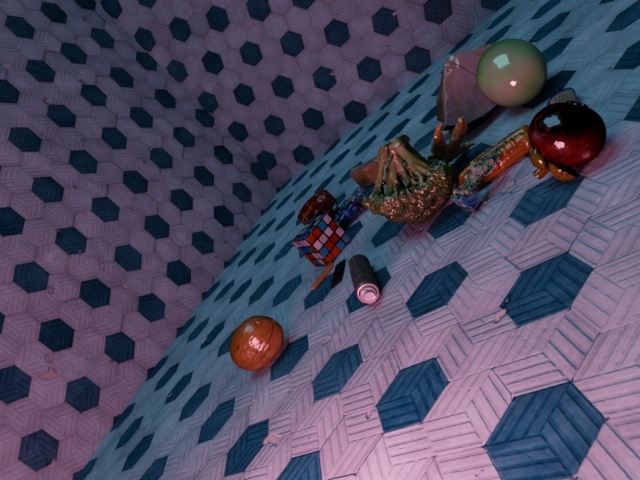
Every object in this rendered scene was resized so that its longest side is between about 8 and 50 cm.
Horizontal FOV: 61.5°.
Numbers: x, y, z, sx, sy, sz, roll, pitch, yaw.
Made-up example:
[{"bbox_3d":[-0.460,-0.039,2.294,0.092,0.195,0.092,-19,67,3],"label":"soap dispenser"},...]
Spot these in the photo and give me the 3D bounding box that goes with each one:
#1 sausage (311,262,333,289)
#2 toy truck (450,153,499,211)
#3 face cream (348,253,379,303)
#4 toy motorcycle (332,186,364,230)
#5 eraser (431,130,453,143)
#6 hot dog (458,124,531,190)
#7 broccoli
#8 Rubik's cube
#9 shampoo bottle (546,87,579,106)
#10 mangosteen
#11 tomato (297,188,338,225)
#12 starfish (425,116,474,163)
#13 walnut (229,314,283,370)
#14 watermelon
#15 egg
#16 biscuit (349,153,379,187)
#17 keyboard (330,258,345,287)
[{"bbox_3d":[0.006,0.137,2.087,0.132,0.024,0.024,-52,16,-21],"label":"sausage"},{"bbox_3d":[0.457,-0.165,1.544,0.175,0.081,0.067,-52,16,-4],"label":"toy truck"},{"bbox_3d":[0.136,0.122,1.683,0.073,0.073,0.283,-43,15,11],"label":"face cream"},{"bbox_3d":[0.121,-0.125,2.355,0.254,0.092,0.135,-54,24,1],"label":"toy motorcycle"},{"bbox_3d":[0.512,-0.438,2.239,0.105,0.026,0.065,-29,20,49],"label":"eraser"},{"bbox_3d":[0.530,-0.247,1.612,0.269,0.072,0.115,-40,8,22],"label":"hot dog"},{"bbox_3d":[0.282,-0.189,1.721,0.321,0.283,0.304,-27,5,0],"label":"broccoli"},{"bbox_3d":[0.000,0.000,2.212,0.151,0.155,0.154,-52,17,-22],"label":"Rubik's cube"},{"bbox_3d":[0.702,-0.392,1.560,0.087,0.050,0.183,-38,16,36],"label":"shampoo bottle"},{"bbox_3d":[0.579,-0.234,1.289,0.200,0.200,0.200,-42,15,14],"label":"mangosteen"},{"bbox_3d":[0.005,-0.131,2.576,0.200,0.140,0.233,-49,24,5],"label":"tomato"},{"bbox_3d":[0.415,-0.294,1.868,0.302,0.060,0.299,-46,-25,24],"label":"starfish"},{"bbox_3d":[-0.221,0.351,1.858,0.207,0.167,0.167,-51,14,11],"label":"walnut"},{"bbox_3d":[0.585,-0.558,2.078,0.293,0.318,0.222,-8,-17,0],"label":"watermelon"},{"bbox_3d":[0.650,-0.569,1.834,0.220,0.220,0.269,-40,25,21],"label":"egg"},{"bbox_3d":[0.236,-0.321,2.515,0.239,0.108,0.061,-22,30,57],"label":"biscuit"},{"bbox_3d":[0.067,0.121,1.995,0.053,0.010,0.155,-37,17,25],"label":"keyboard"}]
